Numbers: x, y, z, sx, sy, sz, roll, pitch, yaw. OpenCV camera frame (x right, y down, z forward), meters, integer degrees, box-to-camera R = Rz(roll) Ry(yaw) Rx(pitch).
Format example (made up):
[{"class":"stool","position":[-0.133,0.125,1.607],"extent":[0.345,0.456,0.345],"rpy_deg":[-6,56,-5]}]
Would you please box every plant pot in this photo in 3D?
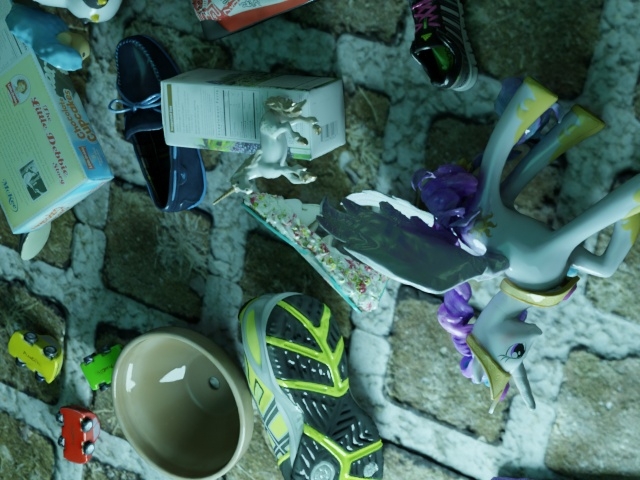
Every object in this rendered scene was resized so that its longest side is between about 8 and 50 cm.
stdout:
[{"class":"plant pot","position":[-0.184,0.229,2.020],"extent":[0.237,0.110,0.237],"rpy_deg":[10,110,29]}]

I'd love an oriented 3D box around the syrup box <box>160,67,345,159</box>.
[{"class":"syrup box","position":[-0.092,-0.173,1.842],"extent":[0.237,0.093,0.096],"rpy_deg":[7,109,29]}]

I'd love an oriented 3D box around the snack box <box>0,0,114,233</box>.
[{"class":"snack box","position":[-0.446,-0.193,2.042],"extent":[0.187,0.060,0.321],"rpy_deg":[-30,81,34]}]

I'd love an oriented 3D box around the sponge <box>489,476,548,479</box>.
[{"class":"sponge","position":[0.327,0.377,1.809],"extent":[0.210,0.031,0.117],"rpy_deg":[-2,105,32]}]

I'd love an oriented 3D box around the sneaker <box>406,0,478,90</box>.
[{"class":"sneaker","position":[0.140,-0.261,1.685],"extent":[0.063,0.075,0.170],"rpy_deg":[-16,97,34]}]

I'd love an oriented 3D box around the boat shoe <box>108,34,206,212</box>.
[{"class":"boat shoe","position":[-0.230,-0.166,1.929],"extent":[0.109,0.089,0.258],"rpy_deg":[-21,94,34]}]

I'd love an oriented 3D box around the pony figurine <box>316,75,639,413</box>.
[{"class":"pony figurine","position":[0.201,-0.012,1.642],"extent":[0.351,0.303,0.363],"rpy_deg":[37,106,6]}]

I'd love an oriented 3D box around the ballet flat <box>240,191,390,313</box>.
[{"class":"ballet flat","position":[0.000,0.000,1.865],"extent":[0.241,0.091,0.077],"rpy_deg":[42,92,8]}]

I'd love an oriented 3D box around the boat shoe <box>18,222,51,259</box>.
[{"class":"boat shoe","position":[-0.448,-0.034,2.129],"extent":[0.043,0.049,0.137],"rpy_deg":[33,117,24]}]

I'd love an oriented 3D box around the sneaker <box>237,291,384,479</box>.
[{"class":"sneaker","position":[-0.017,0.246,1.933],"extent":[0.147,0.145,0.384],"rpy_deg":[15,119,59]}]

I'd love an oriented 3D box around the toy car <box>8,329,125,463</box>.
[{"class":"toy car","position":[-0.367,0.217,2.160],"extent":[0.225,0.053,0.239],"rpy_deg":[-27,91,34]}]

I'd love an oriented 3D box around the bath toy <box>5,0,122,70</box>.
[{"class":"bath toy","position":[-0.324,-0.415,1.880],"extent":[0.129,0.151,0.348],"rpy_deg":[-116,43,-54]}]

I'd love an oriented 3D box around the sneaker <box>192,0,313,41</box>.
[{"class":"sneaker","position":[-0.069,-0.363,1.768],"extent":[0.270,0.090,0.145],"rpy_deg":[-15,100,36]}]

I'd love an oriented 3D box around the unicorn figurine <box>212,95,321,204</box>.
[{"class":"unicorn figurine","position":[-0.060,-0.110,1.758],"extent":[0.111,0.060,0.161],"rpy_deg":[18,99,26]}]
